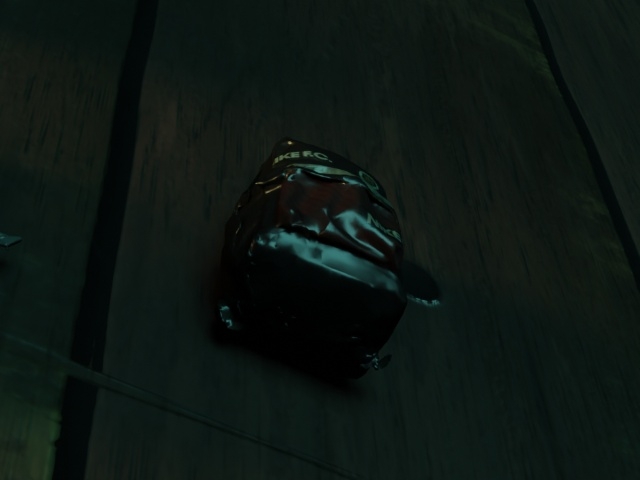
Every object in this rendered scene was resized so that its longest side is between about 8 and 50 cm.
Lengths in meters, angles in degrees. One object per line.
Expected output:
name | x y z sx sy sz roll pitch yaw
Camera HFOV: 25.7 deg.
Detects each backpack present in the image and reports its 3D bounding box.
backpack | -0.003 -0.002 0.907 0.120 0.105 0.165 19 34 -17

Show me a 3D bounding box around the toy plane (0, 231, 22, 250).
toy plane | -0.267 -0.044 0.747 0.226 0.058 0.226 32 30 -10
